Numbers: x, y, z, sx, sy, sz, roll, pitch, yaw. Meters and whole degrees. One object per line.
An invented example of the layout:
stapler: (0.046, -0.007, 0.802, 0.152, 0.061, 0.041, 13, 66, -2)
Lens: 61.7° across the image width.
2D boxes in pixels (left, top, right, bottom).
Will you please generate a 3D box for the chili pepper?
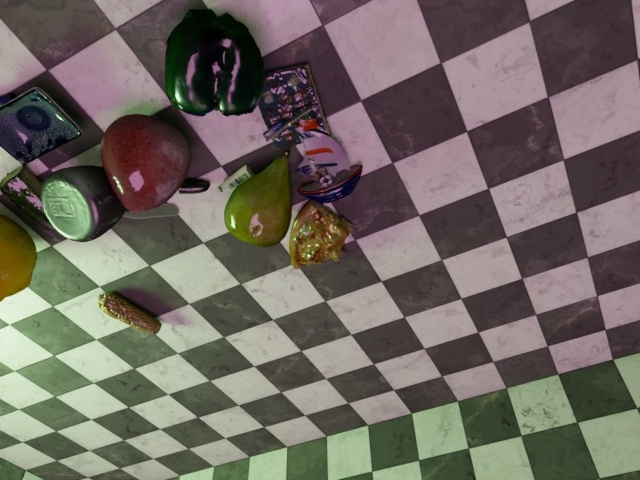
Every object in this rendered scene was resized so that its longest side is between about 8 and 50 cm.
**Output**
chili pepper: (-0.282, -0.458, 1.404, 0.248, 0.233, 0.257, -4, 127, -19)

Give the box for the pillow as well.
pillow: (-0.088, -0.392, 1.590, 0.188, 0.034, 0.256, -12, 133, 12)

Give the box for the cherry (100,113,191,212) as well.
cherry: (-0.510, -0.230, 1.565, 0.221, 0.308, 0.261, 1, 166, 41)

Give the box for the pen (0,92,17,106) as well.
pen: (-1.018, -0.389, 1.572, 0.268, 0.033, 0.033, -10, 132, 8)

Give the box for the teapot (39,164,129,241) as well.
teapot: (-0.705, -0.126, 1.673, 0.305, 0.285, 0.224, -28, 99, 31)

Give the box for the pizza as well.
pizza: (0.000, 0.000, 1.912, 0.222, 0.090, 0.324, 11, 132, -7)

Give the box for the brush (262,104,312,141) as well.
brush: (-0.100, -0.352, 1.582, 0.178, 0.033, 0.030, -30, 113, 26)

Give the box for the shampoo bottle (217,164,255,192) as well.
shampoo bottle: (-0.284, -0.198, 1.758, 0.141, 0.034, 0.049, -26, 135, 21)

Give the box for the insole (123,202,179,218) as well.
insole: (-0.607, -0.105, 1.856, 0.231, 0.003, 0.080, 1, 132, -2)

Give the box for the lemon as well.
lemon: (-1.135, 0.057, 1.782, 0.347, 0.348, 0.348, -1, 132, -1)

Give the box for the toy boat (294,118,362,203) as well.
toy boat: (0.026, -0.250, 1.693, 0.218, 0.072, 0.319, 0, 131, -3)

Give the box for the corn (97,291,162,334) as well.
corn: (-0.774, 0.298, 2.165, 0.086, 0.087, 0.288, -34, 126, 26)

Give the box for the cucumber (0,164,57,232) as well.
cucumber: (-0.918, -0.100, 1.794, 0.145, 0.105, 0.325, -24, 131, 18)

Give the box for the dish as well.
dish: (-0.847, -0.349, 1.574, 0.243, 0.080, 0.182, -22, 136, 14)

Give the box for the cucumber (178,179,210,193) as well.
cucumber: (-0.414, -0.177, 1.768, 0.105, 0.048, 0.048, -2, 132, -2)

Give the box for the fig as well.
fig: (-0.202, -0.129, 1.725, 0.232, 0.233, 0.315, -2, 114, 0)
